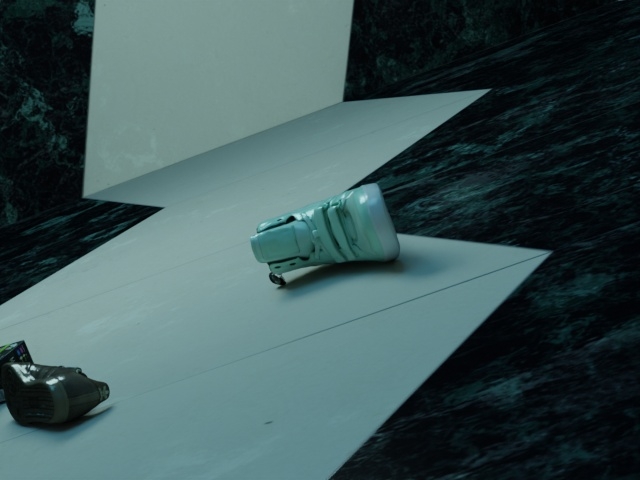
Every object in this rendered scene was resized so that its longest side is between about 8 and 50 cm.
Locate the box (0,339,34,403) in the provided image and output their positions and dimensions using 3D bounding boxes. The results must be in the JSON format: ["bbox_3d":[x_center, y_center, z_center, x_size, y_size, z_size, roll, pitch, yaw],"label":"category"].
[{"bbox_3d":[-0.396,0.166,1.878,0.062,0.052,0.083,-17,13,20],"label":"box"}]

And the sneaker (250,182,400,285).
[{"bbox_3d":[0.000,0.000,1.820,0.151,0.094,0.256,-18,0,-13],"label":"sneaker"}]

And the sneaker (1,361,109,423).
[{"bbox_3d":[-0.295,0.169,1.690,0.071,0.066,0.188,-8,8,-30],"label":"sneaker"}]
